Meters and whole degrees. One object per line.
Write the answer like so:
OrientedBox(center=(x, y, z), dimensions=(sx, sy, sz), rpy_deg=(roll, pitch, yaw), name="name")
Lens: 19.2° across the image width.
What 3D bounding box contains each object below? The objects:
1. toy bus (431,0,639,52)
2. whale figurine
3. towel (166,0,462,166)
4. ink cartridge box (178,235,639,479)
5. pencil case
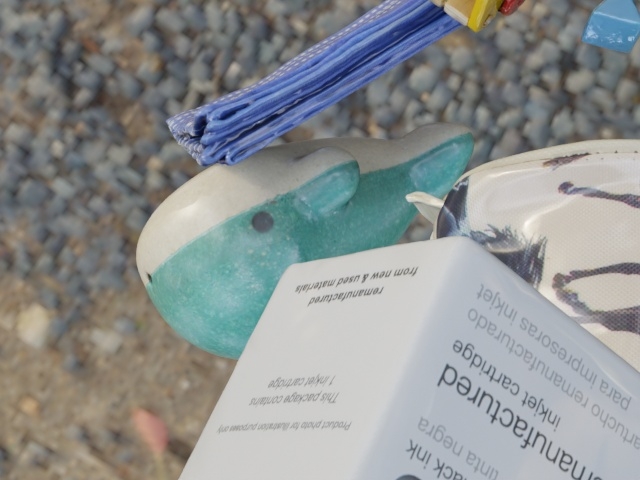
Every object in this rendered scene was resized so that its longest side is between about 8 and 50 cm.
OrientedBox(center=(0.119, -0.220, 1.097), dimensions=(0.191, 0.202, 0.104), rpy_deg=(-1, 152, -10), name="toy bus")
OrientedBox(center=(0.000, 0.000, 1.435), dimensions=(0.141, 0.272, 0.216), rpy_deg=(65, 158, 12), name="whale figurine")
OrientedBox(center=(0.006, -0.130, 1.310), dimensions=(0.040, 0.243, 0.336), rpy_deg=(60, 176, -8), name="towel")
OrientedBox(center=(0.033, 0.178, 0.665), dimensions=(0.211, 0.289, 0.121), rpy_deg=(37, 155, -25), name="ink cartridge box")
OrientedBox(center=(0.127, 0.160, 0.977), dimensions=(0.184, 0.410, 0.160), rpy_deg=(-8, 158, 36), name="pencil case")
